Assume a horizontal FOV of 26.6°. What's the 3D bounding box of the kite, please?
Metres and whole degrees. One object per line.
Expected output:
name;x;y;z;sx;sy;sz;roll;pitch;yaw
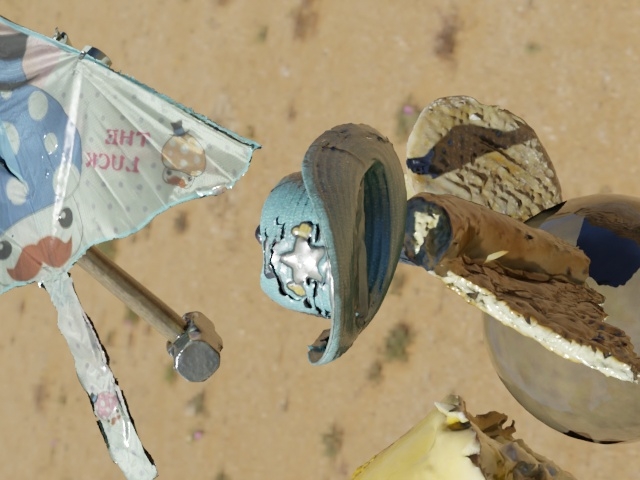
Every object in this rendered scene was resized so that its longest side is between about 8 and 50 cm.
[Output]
kite;-0.165;-0.001;0.795;0.335;0.011;0.314;-27;79;32

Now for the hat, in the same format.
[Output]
hat;0.000;0.000;0.850;0.191;0.078;0.138;-47;-39;-67

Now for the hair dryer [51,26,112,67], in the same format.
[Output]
hair dryer;-0.261;-0.195;1.426;0.063;0.038;0.124;-58;-17;-17

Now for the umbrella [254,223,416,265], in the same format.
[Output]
umbrella;0.046;-0.002;1.217;0.269;0.044;0.044;9;52;38

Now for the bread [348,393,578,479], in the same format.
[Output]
bread;0.133;0.371;1.667;0.394;0.361;0.250;-39;47;17

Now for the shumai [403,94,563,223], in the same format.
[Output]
shumai;0.152;-0.056;1.479;0.153;0.209;0.161;-18;43;57

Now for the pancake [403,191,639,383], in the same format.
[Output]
pancake;0.177;0.035;1.027;0.244;0.266;0.057;39;108;47

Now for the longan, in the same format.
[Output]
longan;0.280;0.078;1.304;0.258;0.258;0.258;-170;90;-70

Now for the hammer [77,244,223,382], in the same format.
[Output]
hammer;-0.240;0.003;1.289;0.043;0.365;0.111;-48;14;5
